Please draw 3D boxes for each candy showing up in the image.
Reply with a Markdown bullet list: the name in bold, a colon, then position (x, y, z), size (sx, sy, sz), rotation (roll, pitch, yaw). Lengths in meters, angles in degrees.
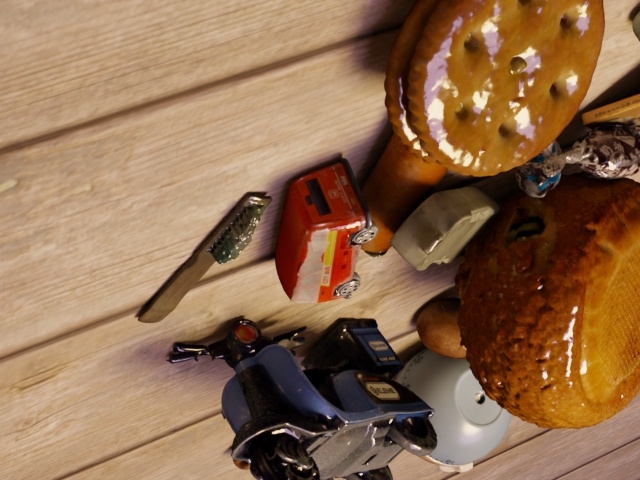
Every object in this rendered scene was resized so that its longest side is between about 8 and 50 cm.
- **candy**: position (0.305, -0.086, 1.711), size (0.226, 0.094, 0.051), rotation (-9, 147, -26)

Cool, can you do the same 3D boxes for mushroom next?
- **mushroom**: position (0.179, 0.109, 1.981), size (0.088, 0.073, 0.129), rotation (-49, 152, 21)

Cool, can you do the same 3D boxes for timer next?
- **timer**: position (0.152, 0.240, 2.094), size (0.175, 0.175, 0.255), rotation (-17, 153, -32)

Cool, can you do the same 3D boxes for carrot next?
- **carrot**: position (0.087, -0.072, 1.532), size (0.067, 0.067, 0.225), rotation (-15, 152, -35)

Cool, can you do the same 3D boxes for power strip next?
- **power strip**: position (0.126, -0.012, 1.615), size (0.080, 0.048, 0.286), rotation (-50, 172, 12)

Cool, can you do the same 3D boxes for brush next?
- **brush**: position (-0.108, 0.025, 1.524), size (0.034, 0.027, 0.190), rotation (4, 138, -51)

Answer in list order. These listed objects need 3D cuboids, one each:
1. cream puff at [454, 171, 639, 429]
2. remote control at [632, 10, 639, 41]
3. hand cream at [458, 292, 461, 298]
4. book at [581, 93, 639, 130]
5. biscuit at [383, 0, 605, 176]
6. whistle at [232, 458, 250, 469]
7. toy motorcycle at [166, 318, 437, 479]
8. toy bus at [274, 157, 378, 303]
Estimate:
- **cream puff**: position (0.263, 0.065, 1.791), size (0.303, 0.212, 0.303), rotation (-24, 120, -51)
- **remote control**: position (0.433, -0.223, 1.680), size (0.140, 0.056, 0.296), rotation (-40, 154, 21)
- **hand cream**: position (0.280, 0.010, 1.957), size (0.256, 0.055, 0.088), rotation (-30, 159, -22)
- **book**: position (0.455, -0.158, 1.744), size (0.296, 0.020, 0.208), rotation (-18, 163, 26)
- **biscuit**: position (0.154, -0.159, 1.383), size (0.220, 0.066, 0.220), rotation (-21, 129, -28)
- **whistle**: position (-0.034, 0.279, 2.072), size (0.107, 0.057, 0.220), rotation (-31, 156, 30)
- **toy motorcycle**: position (-0.008, 0.180, 1.737), size (0.125, 0.212, 0.358), rotation (-45, 158, 21)
- **toy bus**: position (0.000, 0.000, 1.555), size (0.077, 0.079, 0.174), rotation (-15, 152, -17)
